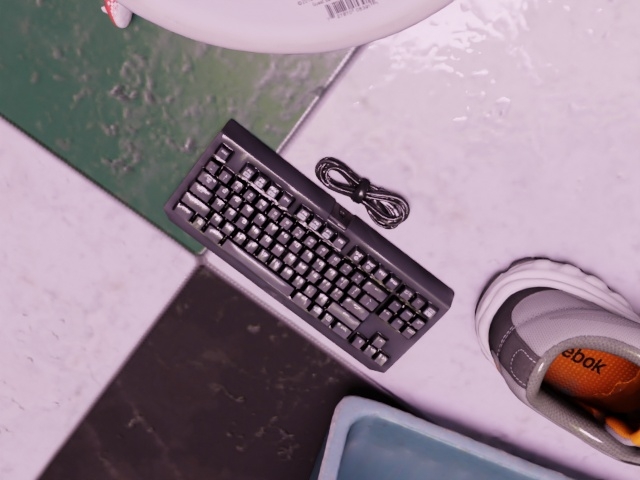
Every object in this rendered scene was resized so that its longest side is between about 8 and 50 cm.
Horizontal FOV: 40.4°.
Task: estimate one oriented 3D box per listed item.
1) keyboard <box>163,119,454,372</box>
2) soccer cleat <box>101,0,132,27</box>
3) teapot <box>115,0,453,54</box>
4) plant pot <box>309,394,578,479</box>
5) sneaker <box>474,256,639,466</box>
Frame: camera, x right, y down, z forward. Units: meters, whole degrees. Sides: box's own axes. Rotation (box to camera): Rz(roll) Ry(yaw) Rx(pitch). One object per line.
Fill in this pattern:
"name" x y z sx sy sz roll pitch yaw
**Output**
"keyboard" 0.000 0.000 0.544 0.180 0.023 0.108 37 111 -9
"soccer cleat" -0.106 -0.162 0.490 0.035 0.029 0.083 7 107 8
"teapot" -0.012 -0.223 0.378 0.256 0.187 0.252 15 142 -18
"plant pot" 0.066 0.300 0.545 0.247 0.248 0.252 21 130 -2
"sneaker" 0.220 0.105 0.513 0.271 0.108 0.100 21 110 -3
